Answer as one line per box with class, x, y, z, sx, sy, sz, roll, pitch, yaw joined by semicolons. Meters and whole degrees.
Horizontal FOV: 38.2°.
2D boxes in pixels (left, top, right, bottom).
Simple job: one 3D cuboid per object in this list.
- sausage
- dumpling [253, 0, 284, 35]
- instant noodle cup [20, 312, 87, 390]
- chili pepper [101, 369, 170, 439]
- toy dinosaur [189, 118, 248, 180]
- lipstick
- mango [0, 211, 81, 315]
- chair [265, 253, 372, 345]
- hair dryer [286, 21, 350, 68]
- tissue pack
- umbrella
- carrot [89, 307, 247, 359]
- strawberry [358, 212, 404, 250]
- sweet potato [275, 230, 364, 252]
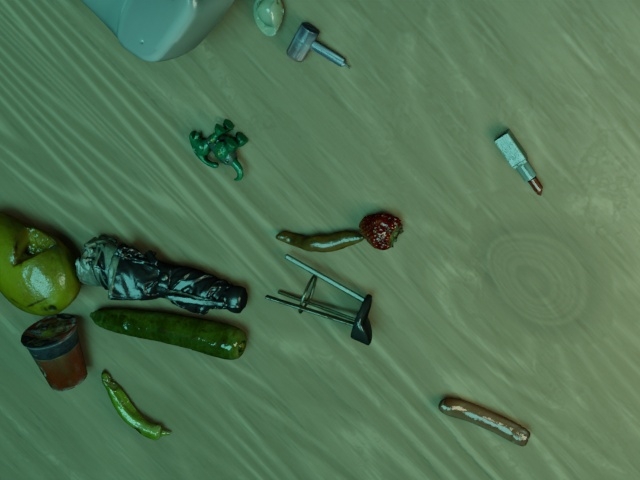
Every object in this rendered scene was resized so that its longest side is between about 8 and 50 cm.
sausage;0.322;0.353;1.818;0.186;0.043;0.043;22;117;7
dumpling;-0.095;-0.404;1.625;0.059;0.043;0.077;9;132;32
instant noodle cup;-0.572;0.250;2.020;0.127;0.127;0.135;-2;121;18
chili pepper;-0.429;0.381;2.069;0.208;0.043;0.049;44;131;-3
toy dinosaur;-0.189;-0.170;1.752;0.132;0.059;0.096;51;126;2
lipstick;0.351;-0.131;1.607;0.030;0.030;0.129;-32;100;26
mango;-0.617;0.045;1.936;0.262;0.130;0.167;34;113;6
chair;0.013;0.115;1.789;0.222;0.104;0.095;25;101;8
hair dryer;0.002;-0.329;1.632;0.114;0.037;0.063;30;120;-5
tissue pack;-0.296;-0.481;1.554;0.333;0.236;0.229;44;127;-4
umbrella;-0.322;0.079;1.869;0.358;0.106;0.113;15;101;10
carrot;-0.324;0.185;1.938;0.359;0.074;0.074;10;115;17
strawberry;0.107;-0.021;1.713;0.083;0.073;0.073;23;119;24
sweet potato;-0.001;0.003;1.769;0.179;0.044;0.044;-2;112;20
